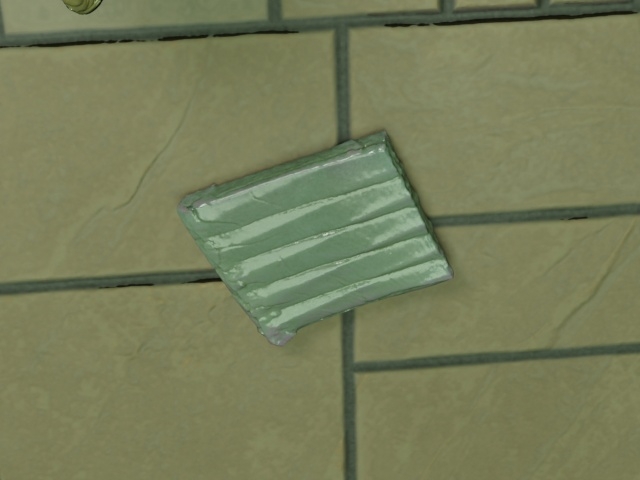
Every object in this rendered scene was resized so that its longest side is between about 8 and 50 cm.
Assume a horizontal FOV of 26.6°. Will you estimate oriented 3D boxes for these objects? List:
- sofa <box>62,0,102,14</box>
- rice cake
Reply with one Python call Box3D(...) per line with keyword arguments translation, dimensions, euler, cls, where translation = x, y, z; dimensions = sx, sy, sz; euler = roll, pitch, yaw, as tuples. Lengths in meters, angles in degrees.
Box3D(translation=(-0.143, -0.313, 0.913), dimensions=(0.182, 0.258, 0.200), euler=(-27, 120, 27), cls="sofa")
Box3D(translation=(0.000, 0.000, 1.238), dimensions=(0.198, 0.037, 0.189), euler=(-25, 120, 10), cls="rice cake")
